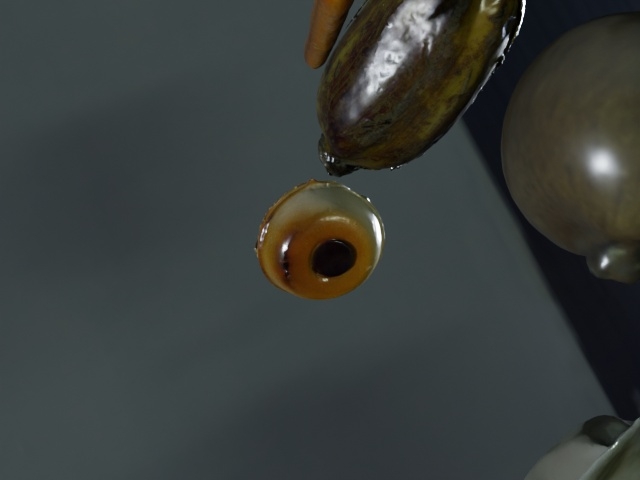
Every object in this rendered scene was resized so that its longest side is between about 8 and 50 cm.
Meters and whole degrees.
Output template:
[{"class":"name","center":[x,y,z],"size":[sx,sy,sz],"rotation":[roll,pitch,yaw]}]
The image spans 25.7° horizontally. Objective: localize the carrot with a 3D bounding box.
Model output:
[{"class":"carrot","center":[0.006,-0.240,1.540],"size":[0.043,0.043,0.248],"rotation":[-27,171,-13]}]

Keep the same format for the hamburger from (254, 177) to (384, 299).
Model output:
[{"class":"hamburger","center":[-0.002,0.004,2.442],"size":[0.237,0.237,0.147],"rotation":[-28,-150,1]}]

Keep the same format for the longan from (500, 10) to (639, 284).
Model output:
[{"class":"longan","center":[0.320,-0.102,1.521],"size":[0.243,0.300,0.300],"rotation":[5,172,1]}]

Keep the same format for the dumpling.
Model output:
[{"class":"dumpling","center":[0.261,0.221,1.257],"size":[0.293,0.204,0.163],"rotation":[-18,-164,-39]}]

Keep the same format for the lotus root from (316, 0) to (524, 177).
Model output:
[{"class":"lotus root","center":[0.123,-0.235,1.881],"size":[0.397,0.196,0.179],"rotation":[-49,-156,34]}]
